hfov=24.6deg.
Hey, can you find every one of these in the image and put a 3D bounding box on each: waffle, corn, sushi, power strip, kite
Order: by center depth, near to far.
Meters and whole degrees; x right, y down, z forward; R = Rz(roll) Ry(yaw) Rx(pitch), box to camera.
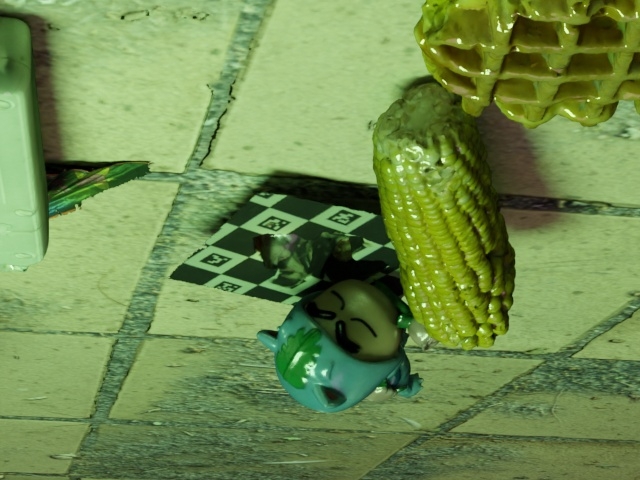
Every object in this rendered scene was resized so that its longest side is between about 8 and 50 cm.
[{"bbox_3d":[0.161,-0.128,0.825,0.253,0.056,0.249,-10,159,31],"label":"waffle"},{"bbox_3d":[-0.241,-0.055,1.005,0.098,0.058,0.338,0,157,-8],"label":"power strip"},{"bbox_3d":[0.094,-0.009,1.090,0.097,0.097,0.320,-4,152,11],"label":"corn"},{"bbox_3d":[-0.291,-0.038,1.168,0.321,0.016,0.234,1,163,-2],"label":"kite"},{"bbox_3d":[0.000,0.000,1.240,0.210,0.040,0.193,12,150,-28],"label":"sushi"}]

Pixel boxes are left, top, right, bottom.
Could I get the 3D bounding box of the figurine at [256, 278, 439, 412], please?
[{"bbox_3d":[0.042,0.085,1.274,0.144,0.114,0.178,-41,152,20],"label":"figurine"}]
